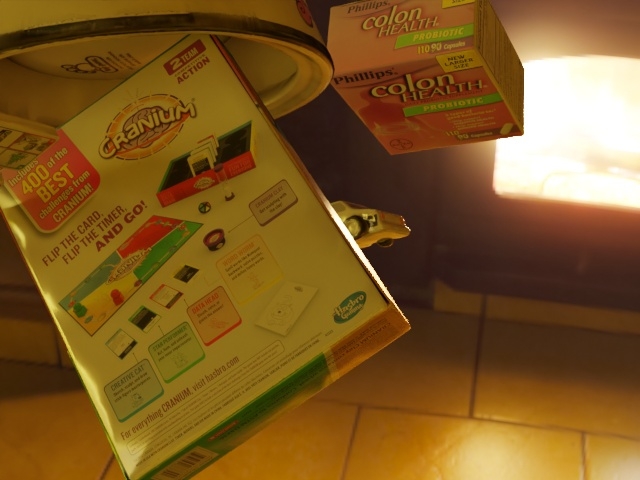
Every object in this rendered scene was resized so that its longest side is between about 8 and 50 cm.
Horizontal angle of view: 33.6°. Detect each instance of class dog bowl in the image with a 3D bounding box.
[{"bbox_3d":[-0.198,-0.204,1.034,0.408,0.150,0.408,-8,-7,-1],"label":"dog bowl"}]

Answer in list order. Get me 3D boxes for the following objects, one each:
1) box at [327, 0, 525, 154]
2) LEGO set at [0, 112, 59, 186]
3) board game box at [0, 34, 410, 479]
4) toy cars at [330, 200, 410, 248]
[{"bbox_3d":[0.155,-0.237,1.498,0.214,0.243,0.117,-6,64,25],"label":"box"},{"bbox_3d":[-0.344,-0.063,0.787,0.244,0.182,0.060,9,50,-62],"label":"LEGO set"},{"bbox_3d":[-0.110,0.007,0.869,0.242,0.064,0.316,-34,64,4],"label":"board game box"},{"bbox_3d":[0.000,0.000,1.648,0.176,0.087,0.394,-5,-13,-18],"label":"toy cars"}]
